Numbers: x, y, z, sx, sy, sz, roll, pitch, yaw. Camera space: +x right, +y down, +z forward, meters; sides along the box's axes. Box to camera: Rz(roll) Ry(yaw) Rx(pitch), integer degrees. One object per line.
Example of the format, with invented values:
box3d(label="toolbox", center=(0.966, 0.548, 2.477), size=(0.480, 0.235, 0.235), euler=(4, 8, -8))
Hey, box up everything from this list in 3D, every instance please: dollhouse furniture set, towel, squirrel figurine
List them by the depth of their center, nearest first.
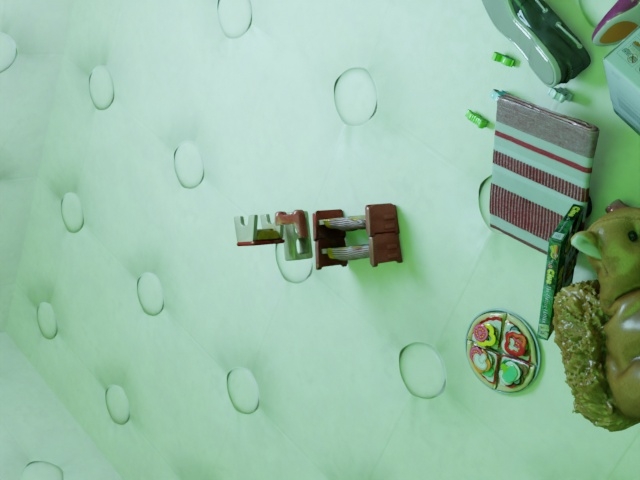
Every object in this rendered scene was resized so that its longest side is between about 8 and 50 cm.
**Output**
box3d(label="squirrel figurine", center=(0.565, 0.140, 1.683), size=(0.397, 0.281, 0.371), euler=(-34, 81, 47))
box3d(label="towel", center=(0.459, -0.126, 1.904), size=(0.237, 0.037, 0.329), euler=(32, 138, 39))
box3d(label="dollhouse furniture set", center=(0.000, 0.000, 2.202), size=(0.201, 0.374, 0.152), euler=(-5, 91, 45))

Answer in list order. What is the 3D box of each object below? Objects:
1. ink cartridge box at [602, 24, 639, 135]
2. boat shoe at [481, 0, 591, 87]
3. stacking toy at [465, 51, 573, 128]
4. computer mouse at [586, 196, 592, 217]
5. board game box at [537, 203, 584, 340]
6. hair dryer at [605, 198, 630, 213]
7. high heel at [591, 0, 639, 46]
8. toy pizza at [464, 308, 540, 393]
box3d(label="ink cartridge box", center=(0.673, -0.222, 1.653), size=(0.130, 0.272, 0.309), euler=(-42, 67, 7))
box3d(label="boat shoe", center=(0.437, -0.463, 1.902), size=(0.335, 0.095, 0.112), euler=(61, 168, 20))
box3d(label="stacking toy", center=(0.420, -0.286, 1.966), size=(0.221, 0.052, 0.167), euler=(41, 124, 31))
box3d(label="computer mouse", center=(0.475, -0.115, 1.956), size=(0.242, 0.041, 0.071), euler=(33, 120, 35))
box3d(label="board game box", center=(0.488, 0.067, 1.859), size=(0.030, 0.136, 0.260), euler=(20, 133, 28))
box3d(label="hair dryer", center=(0.618, 0.062, 1.828), size=(0.223, 0.080, 0.294), euler=(-2, 97, 43))
box3d(label="high heel", center=(0.607, -0.480, 1.750), size=(0.244, 0.082, 0.117), euler=(132, 143, -52))
box3d(label="toy pizza", center=(0.412, 0.257, 2.097), size=(0.201, 0.032, 0.201), euler=(10, 106, 42))
